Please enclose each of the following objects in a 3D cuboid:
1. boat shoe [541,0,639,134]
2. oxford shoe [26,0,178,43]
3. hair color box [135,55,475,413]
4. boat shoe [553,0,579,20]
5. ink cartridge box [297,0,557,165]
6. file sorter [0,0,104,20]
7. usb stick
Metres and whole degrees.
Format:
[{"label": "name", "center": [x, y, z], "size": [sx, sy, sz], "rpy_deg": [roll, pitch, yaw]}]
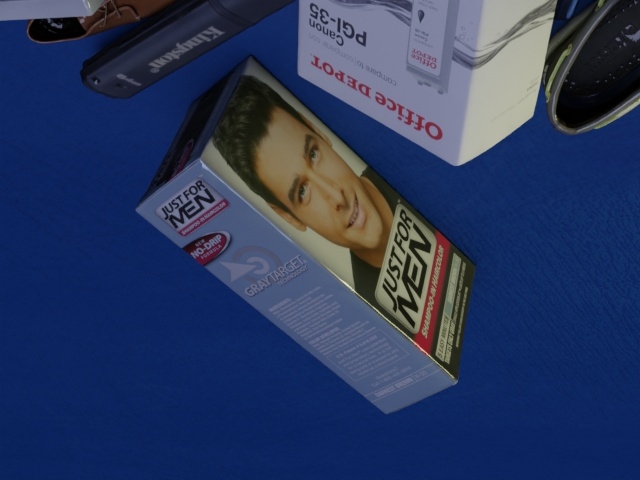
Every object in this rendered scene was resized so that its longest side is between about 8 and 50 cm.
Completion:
[{"label": "boat shoe", "center": [0.307, -0.210, 0.907], "size": [0.109, 0.091, 0.305], "rpy_deg": [30, 133, -12]}, {"label": "oxford shoe", "center": [-0.206, -0.241, 1.038], "size": [0.212, 0.076, 0.076], "rpy_deg": [-16, 124, 26]}, {"label": "hair color box", "center": [0.000, 0.000, 1.123], "size": [0.374, 0.185, 0.114], "rpy_deg": [41, 130, -21]}, {"label": "boat shoe", "center": [0.231, -0.291, 0.865], "size": [0.089, 0.109, 0.258], "rpy_deg": [15, 151, -8]}, {"label": "ink cartridge box", "center": [0.091, -0.234, 0.873], "size": [0.207, 0.117, 0.283], "rpy_deg": [34, 142, 30]}, {"label": "file sorter", "center": [-0.317, -0.313, 0.925], "size": [0.278, 0.193, 0.173], "rpy_deg": [1, 129, 15]}, {"label": "usb stick", "center": [-0.131, -0.216, 1.046], "size": [0.278, 0.045, 0.077], "rpy_deg": [-22, 164, 32]}]
